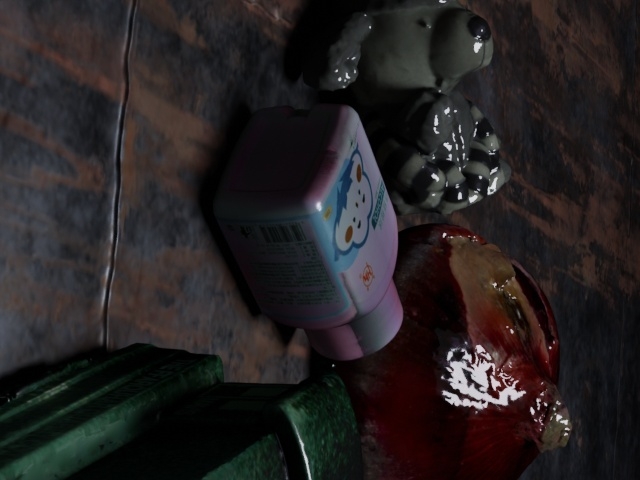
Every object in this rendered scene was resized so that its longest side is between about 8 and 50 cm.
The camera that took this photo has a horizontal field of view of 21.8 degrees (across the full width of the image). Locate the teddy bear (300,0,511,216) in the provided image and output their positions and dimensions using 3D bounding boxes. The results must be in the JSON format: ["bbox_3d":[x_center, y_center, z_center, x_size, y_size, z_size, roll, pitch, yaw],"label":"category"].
[{"bbox_3d":[0.070,-0.126,1.365,0.171,0.144,0.251,-43,127,-40],"label":"teddy bear"}]

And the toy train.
[{"bbox_3d":[-0.104,0.149,0.928,0.330,0.178,0.139,-25,113,-65],"label":"toy train"}]

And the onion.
[{"bbox_3d":[0.128,0.120,1.424,0.272,0.195,0.272,-17,110,-56],"label":"onion"}]

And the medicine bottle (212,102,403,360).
[{"bbox_3d":[0.000,0.000,1.256,0.188,0.094,0.119,67,32,-40],"label":"medicine bottle"}]
